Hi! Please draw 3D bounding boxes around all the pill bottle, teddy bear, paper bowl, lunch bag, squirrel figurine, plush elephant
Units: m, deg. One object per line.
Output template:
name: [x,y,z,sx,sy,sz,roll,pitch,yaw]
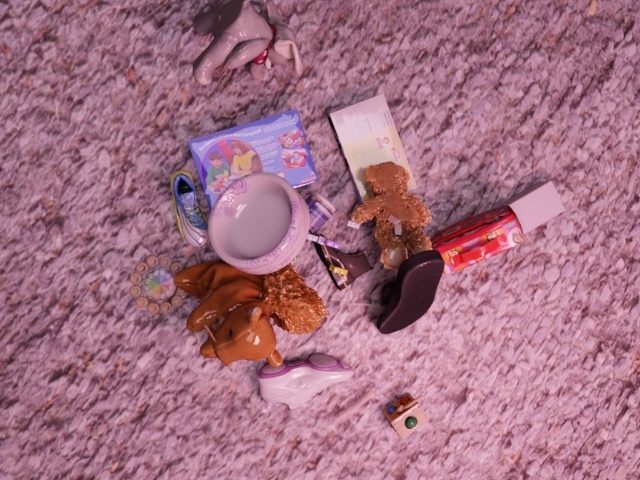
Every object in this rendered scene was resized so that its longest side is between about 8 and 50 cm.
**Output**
pill bottle: [-0.040,-0.062,1.852,0.094,0.094,0.169,41,86,-9]
teddy bear: [0.222,-0.069,1.793,0.245,0.113,0.338,-28,78,-13]
paper bowl: [-0.166,-0.041,1.699,0.284,0.148,0.284,-7,70,20]
lunch bag: [0.476,0.006,1.828,0.293,0.258,0.120,-26,97,17]
squirrel figurine: [-0.182,0.198,1.689,0.397,0.370,0.280,-21,109,-17]
plush elephant: [-0.189,-0.585,1.742,0.330,0.271,0.255,-33,140,25]

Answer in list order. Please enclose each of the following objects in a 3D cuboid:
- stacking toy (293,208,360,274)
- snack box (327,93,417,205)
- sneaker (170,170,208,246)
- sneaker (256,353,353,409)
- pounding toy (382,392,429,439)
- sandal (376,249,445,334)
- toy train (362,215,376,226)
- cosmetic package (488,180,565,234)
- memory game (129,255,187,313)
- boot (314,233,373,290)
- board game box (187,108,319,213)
stacking toy: [0.000,0.000,1.795,0.221,0.052,0.166,16,94,-17]
snack box: [0.166,-0.283,1.891,0.187,0.060,0.321,-22,97,-6]
sneaker: [-0.400,-0.093,1.774,0.091,0.126,0.240,-18,95,-8]
sneaker: [-0.046,0.451,1.886,0.305,0.114,0.152,-6,108,-5]
pounding toy: [0.279,0.554,1.914,0.130,0.141,0.100,-34,97,-6]
sandal: [0.267,0.147,1.798,0.168,0.445,0.107,-12,57,-18]
toy train: [0.188,-0.069,1.925,0.158,0.027,0.036,-7,105,-10]
cosmetic package: [0.682,-0.096,1.978,0.231,0.085,0.117,-28,97,-9]
memory game: [-0.497,0.138,1.828,0.186,0.012,0.186,0,93,-10]
boot: [0.073,0.043,1.895,0.137,0.077,0.197,-30,110,-12]
board game box: [-0.205,-0.242,1.823,0.347,0.078,0.233,-18,96,-8]
